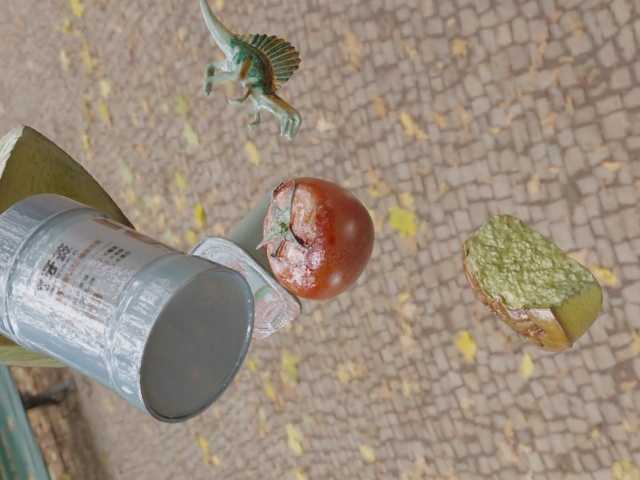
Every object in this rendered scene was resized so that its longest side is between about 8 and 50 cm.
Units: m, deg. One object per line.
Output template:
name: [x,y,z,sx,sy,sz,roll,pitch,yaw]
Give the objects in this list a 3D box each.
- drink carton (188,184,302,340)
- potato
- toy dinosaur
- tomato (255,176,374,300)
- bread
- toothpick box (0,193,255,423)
drink carton: [-0.081,0.017,1.660,0.191,0.189,0.185,42,150,-4]
potato: [-0.276,0.063,1.070,0.112,0.255,0.269,-20,45,37]
toy dinosaur: [-0.074,-0.193,1.116,0.044,0.106,0.187,85,179,-63]
tomato: [0.000,0.000,1.404,0.167,0.167,0.167,35,133,49]
bread: [0.213,0.053,1.041,0.156,0.086,0.125,40,168,40]
toothpick box: [-0.130,0.038,0.644,0.153,0.101,0.101,20,123,31]
